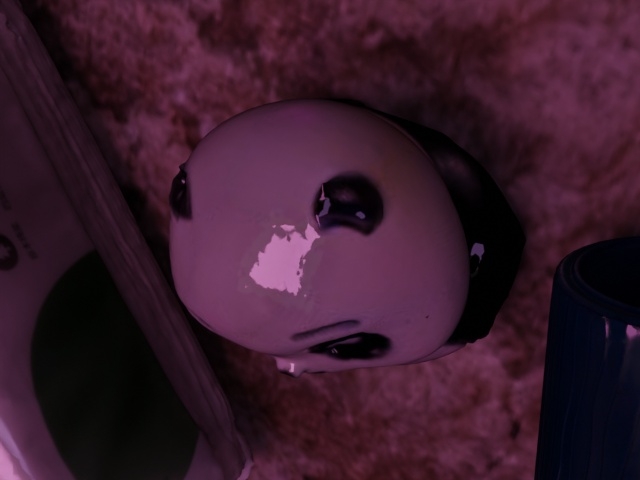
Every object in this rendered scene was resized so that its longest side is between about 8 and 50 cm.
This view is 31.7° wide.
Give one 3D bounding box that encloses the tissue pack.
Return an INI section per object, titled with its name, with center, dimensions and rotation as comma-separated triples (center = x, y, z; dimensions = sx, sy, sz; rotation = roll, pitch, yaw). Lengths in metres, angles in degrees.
[tissue pack]
center = -0.238, 0.056, 0.718
dimensions = 0.266, 0.194, 0.356
rotation = -24, 95, 41

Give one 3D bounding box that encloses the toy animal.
[toy animal]
center = 0.000, 0.000, 0.546
dimensions = 0.166, 0.179, 0.138
rotation = 1, 97, 27

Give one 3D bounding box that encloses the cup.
[cup]
center = 0.170, 0.075, 0.512
dimensions = 0.113, 0.150, 0.138
rotation = -139, 44, -59
